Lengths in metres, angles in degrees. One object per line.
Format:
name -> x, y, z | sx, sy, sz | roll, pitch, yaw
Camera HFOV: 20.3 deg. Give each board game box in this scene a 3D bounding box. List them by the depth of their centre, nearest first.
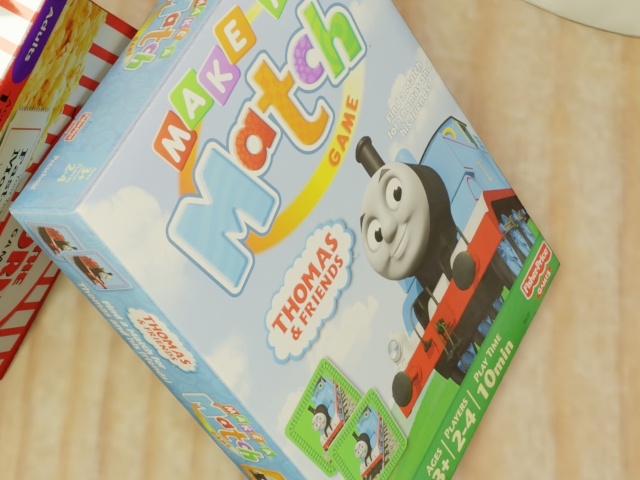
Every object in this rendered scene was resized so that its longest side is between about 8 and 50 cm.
board game box -> -0.117, -0.020, 0.601 | 0.045, 0.193, 0.147 | 29, 93, 5
board game box -> 0.000, 0.000, 0.651 | 0.211, 0.039, 0.160 | 52, 55, -35

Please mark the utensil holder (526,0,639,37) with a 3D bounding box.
utensil holder -> 0.187, -0.310, 0.726 | 0.327, 0.385, 0.328 | 5, 63, -9
